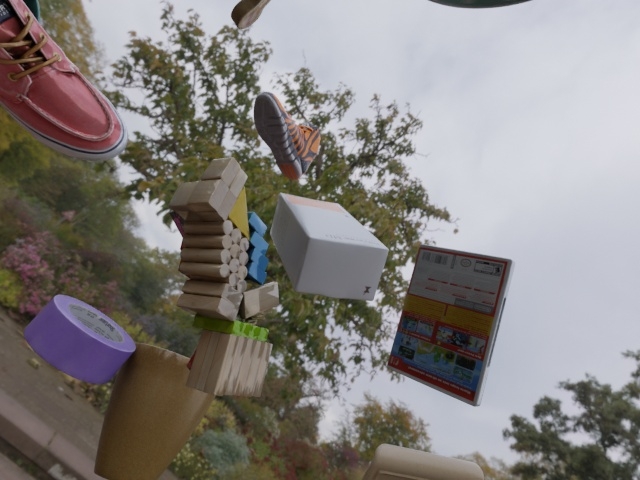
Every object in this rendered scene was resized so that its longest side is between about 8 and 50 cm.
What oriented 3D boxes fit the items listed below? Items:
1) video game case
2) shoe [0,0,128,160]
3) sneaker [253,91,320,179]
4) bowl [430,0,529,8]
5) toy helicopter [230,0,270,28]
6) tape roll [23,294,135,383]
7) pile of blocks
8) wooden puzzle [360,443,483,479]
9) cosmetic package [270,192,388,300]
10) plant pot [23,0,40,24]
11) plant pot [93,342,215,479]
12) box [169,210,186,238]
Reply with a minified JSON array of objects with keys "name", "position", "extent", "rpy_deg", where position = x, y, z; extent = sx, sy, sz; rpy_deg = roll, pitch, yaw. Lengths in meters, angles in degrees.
[{"name":"video game case","position":[0.261,0.159,0.825],"extent":[0.204,0.285,0.025],"rpy_deg":[11,-8,44]},{"name":"shoe","position":[-0.223,-0.136,0.292],"extent":[0.178,0.063,0.081],"rpy_deg":[42,-24,-10]},{"name":"sneaker","position":[-0.105,-0.380,1.360],"extent":[0.124,0.180,0.321],"rpy_deg":[15,-36,32]},{"name":"bowl","position":[0.235,-0.459,0.499],"extent":[0.311,0.163,0.311],"rpy_deg":[7,-3,0]},{"name":"toy helicopter","position":[-0.093,-0.638,0.946],"extent":[0.355,0.235,0.140],"rpy_deg":[-33,-79,29]},{"name":"tape roll","position":[-0.480,0.198,0.811],"extent":[0.189,0.080,0.189],"rpy_deg":[35,-12,9]},{"name":"pile of blocks","position":[-0.154,0.061,0.620],"extent":[0.112,0.149,0.362],"rpy_deg":[1,-86,31]},{"name":"wooden puzzle","position":[0.147,0.476,0.717],"extent":[0.221,0.238,0.044],"rpy_deg":[19,13,-15]},{"name":"cosmetic package","position":[0.000,0.000,1.220],"extent":[0.230,0.161,0.453],"rpy_deg":[9,18,-19]},{"name":"plant pot","position":[-0.719,-0.430,0.731],"extent":[0.235,0.293,0.293],"rpy_deg":[5,-44,40]},{"name":"plant pot","position":[-0.375,0.396,0.895],"extent":[0.237,0.254,0.237],"rpy_deg":[14,-30,8]},{"name":"box","position":[-0.393,-0.028,1.424],"extent":[0.163,0.142,0.247],"rpy_deg":[-10,-71,43]}]
